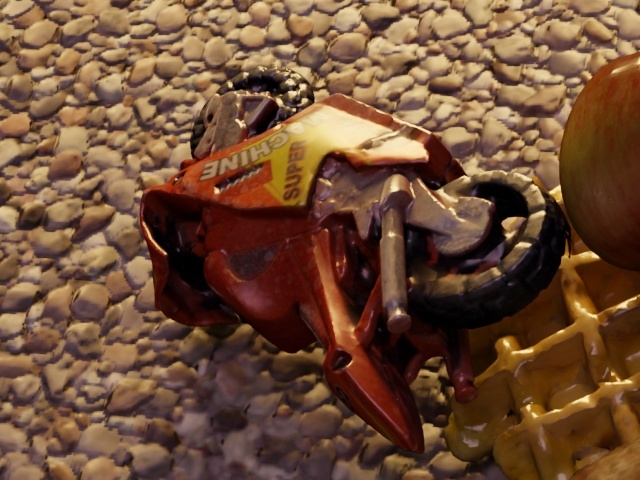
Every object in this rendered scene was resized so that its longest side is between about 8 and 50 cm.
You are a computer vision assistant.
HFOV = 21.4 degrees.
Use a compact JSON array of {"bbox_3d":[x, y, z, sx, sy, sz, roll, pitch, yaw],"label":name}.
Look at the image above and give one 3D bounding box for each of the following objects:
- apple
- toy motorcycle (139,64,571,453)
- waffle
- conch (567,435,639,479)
[{"bbox_3d":[0.176,-0.043,0.823,0.126,0.126,0.102,-16,78,4],"label":"apple"},{"bbox_3d":[0.001,-0.002,0.919,0.171,0.089,0.298,-46,41,-12],"label":"toy motorcycle"},{"bbox_3d":[0.211,0.035,0.875,0.329,0.062,0.329,-10,50,13],"label":"waffle"},{"bbox_3d":[0.134,0.233,0.693,0.352,0.210,0.297,-21,69,39],"label":"conch"}]
